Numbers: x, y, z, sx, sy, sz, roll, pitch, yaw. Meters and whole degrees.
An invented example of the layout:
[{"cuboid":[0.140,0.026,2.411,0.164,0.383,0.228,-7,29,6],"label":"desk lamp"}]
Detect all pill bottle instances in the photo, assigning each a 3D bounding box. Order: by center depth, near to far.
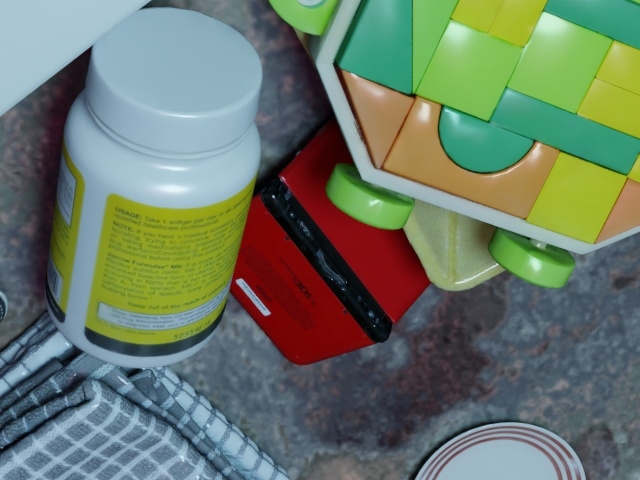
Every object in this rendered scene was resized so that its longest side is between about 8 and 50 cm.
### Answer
[{"cuboid":[-0.102,-0.030,0.961,0.119,0.119,0.208,4,135,-13],"label":"pill bottle"}]

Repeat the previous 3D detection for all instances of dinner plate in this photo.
[{"cuboid":[0.134,0.197,1.201,0.141,0.017,0.141,-4,114,-10],"label":"dinner plate"}]

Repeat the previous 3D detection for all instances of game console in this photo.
[{"cuboid":[0.000,0.000,1.087,0.124,0.085,0.144,-20,120,34],"label":"game console"}]

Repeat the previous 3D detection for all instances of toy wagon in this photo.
[{"cuboid":[0.097,-0.123,0.931,0.344,0.068,0.267,19,109,-18],"label":"toy wagon"}]

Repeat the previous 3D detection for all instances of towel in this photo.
[{"cuboid":[-0.183,0.211,1.088,0.283,0.121,0.235,-39,116,8],"label":"towel"}]

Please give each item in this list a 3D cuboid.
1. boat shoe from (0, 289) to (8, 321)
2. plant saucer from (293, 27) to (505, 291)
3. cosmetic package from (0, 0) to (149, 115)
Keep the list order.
[{"cuboid":[-0.271,0.046,1.041,0.125,0.038,0.046,9,112,-14],"label":"boat shoe"},{"cuboid":[0.147,-0.180,0.997,0.333,0.081,0.333,-28,115,3],"label":"plant saucer"},{"cuboid":[-0.272,-0.136,0.894,0.365,0.155,0.197,-36,114,5],"label":"cosmetic package"}]
